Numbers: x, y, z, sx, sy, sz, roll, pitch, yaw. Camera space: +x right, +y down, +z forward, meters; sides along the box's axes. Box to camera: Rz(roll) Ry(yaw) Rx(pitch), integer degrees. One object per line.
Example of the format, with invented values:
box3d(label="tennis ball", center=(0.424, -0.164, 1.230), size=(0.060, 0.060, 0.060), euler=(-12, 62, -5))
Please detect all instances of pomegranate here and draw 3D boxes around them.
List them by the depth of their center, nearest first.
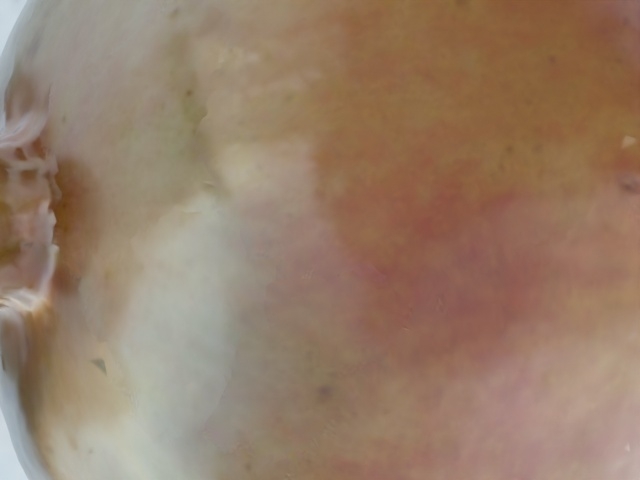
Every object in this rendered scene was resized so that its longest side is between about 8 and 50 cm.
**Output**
box3d(label="pomegranate", center=(0.000, 0.000, 0.567), size=(0.270, 0.229, 0.252), euler=(-5, 108, -34))
